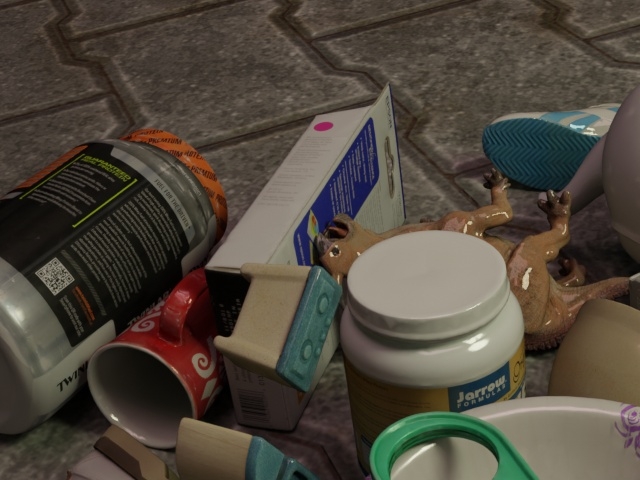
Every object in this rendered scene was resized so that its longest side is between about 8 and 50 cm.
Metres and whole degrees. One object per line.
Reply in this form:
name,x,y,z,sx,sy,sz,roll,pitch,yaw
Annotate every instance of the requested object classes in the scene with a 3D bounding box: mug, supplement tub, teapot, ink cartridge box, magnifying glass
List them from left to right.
supplement tub,-0.242,0.026,1.185,0.193,0.193,0.316,13,38,31
mug,-0.110,0.091,1.114,0.150,0.113,0.169,-36,6,39
ink cartridge box,0.000,0.000,1.184,0.069,0.175,0.371,5,34,22
supplement tub,0.092,0.107,0.967,0.144,0.199,0.144,-6,32,4
magnifying glass,0.126,0.167,0.752,0.092,0.026,0.231,-33,40,-33
teapot,0.372,-0.025,1.142,0.252,0.187,0.256,21,11,-10

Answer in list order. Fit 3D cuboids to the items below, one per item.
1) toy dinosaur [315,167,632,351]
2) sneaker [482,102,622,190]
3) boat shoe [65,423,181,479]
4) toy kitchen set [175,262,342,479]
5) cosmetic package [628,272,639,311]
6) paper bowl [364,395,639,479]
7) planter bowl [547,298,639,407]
toy dinosaur,0.152,0.046,1.140,0.296,0.127,0.200,20,50,13
sneaker,0.301,-0.113,1.393,0.229,0.087,0.092,3,26,5
boat shoe,-0.104,0.244,0.893,0.103,0.113,0.302,-48,35,-15
toy kitchen set,0.009,0.133,0.888,0.122,0.207,0.166,10,70,26
cosmetic package,0.374,0.104,0.979,0.107,0.127,0.238,-25,34,-25
paper bowl,0.155,0.244,0.783,0.284,0.148,0.284,-6,32,4
planter bowl,0.243,0.139,0.947,0.162,0.162,0.109,27,73,43
